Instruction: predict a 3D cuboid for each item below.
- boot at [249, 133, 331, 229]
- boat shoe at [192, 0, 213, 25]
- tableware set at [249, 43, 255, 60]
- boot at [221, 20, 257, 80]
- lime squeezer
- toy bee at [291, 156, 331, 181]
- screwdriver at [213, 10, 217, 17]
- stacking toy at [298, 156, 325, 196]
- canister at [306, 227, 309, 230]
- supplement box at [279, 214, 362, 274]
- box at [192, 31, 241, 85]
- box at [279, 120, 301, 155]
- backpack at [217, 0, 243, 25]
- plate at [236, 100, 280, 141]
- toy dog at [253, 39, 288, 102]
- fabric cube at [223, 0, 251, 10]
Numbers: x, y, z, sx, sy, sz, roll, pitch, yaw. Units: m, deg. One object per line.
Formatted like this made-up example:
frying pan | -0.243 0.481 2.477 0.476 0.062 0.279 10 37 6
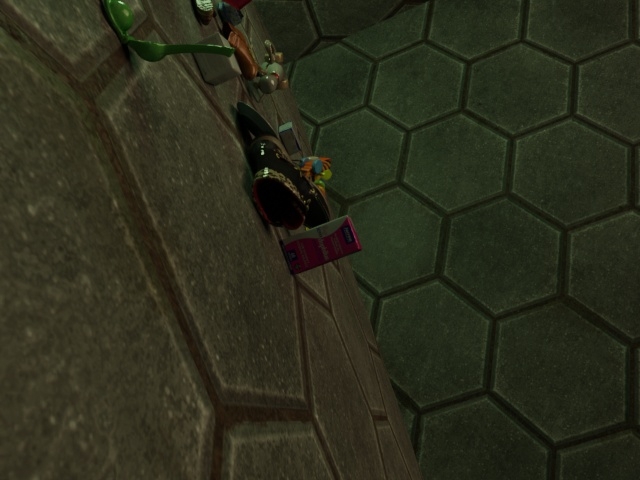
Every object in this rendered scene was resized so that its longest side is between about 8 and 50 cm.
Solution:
boot | -0.085 -0.119 1.379 0.377 0.138 0.284 55 13 -30
boat shoe | -0.374 -0.751 1.439 0.060 0.064 0.178 116 -37 -57
tableware set | -0.335 -0.888 2.134 0.194 0.039 0.128 -65 133 -80
boot | -0.317 -0.724 1.755 0.152 0.073 0.197 17 53 -71
lime squeezer | -0.302 -0.371 0.758 0.310 0.110 0.059 36 34 -12
toy bee | -0.063 -0.319 2.212 0.195 0.298 0.162 24 -65 51
screwdriver | -0.408 -0.836 1.568 0.025 0.024 0.170 38 -4 34
stacking toy | -0.028 -0.268 2.362 0.141 0.141 0.330 57 20 -57
canister | 0.000 0.000 1.981 0.170 0.073 0.126 53 18 -70
supplement box | 0.004 0.015 1.392 0.114 0.220 0.111 16 53 -81
box | -0.280 -0.487 1.238 0.101 0.087 0.102 -72 141 -78
box | -0.152 -0.511 2.287 0.137 0.072 0.126 -100 167 -60
backpack | -0.362 -0.918 1.843 0.114 0.084 0.105 -108 174 -50
plate | -0.202 -0.360 1.452 0.188 0.024 0.188 41 -11 10
toy dog | -0.243 -0.699 1.942 0.334 0.161 0.220 -54 138 -77
fabric cube | -0.311 -1.018 1.586 0.258 0.259 0.254 66 25 2
